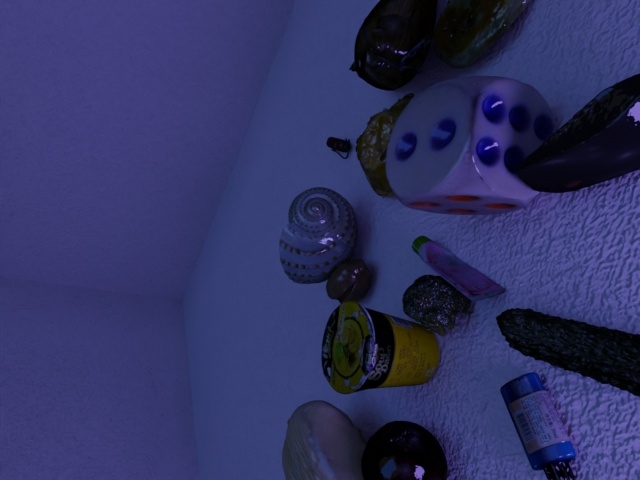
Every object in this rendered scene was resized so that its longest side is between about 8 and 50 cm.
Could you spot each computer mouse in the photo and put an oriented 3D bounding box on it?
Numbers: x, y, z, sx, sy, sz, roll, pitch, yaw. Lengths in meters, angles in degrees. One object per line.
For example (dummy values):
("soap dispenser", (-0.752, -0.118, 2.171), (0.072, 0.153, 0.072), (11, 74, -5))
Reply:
("computer mouse", (0.473, -0.149, 0.757), (0.295, 0.168, 0.087), (-46, 42, 48))

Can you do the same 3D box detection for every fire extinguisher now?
("fire extinguisher", (0.073, -0.345, 1.711), (0.157, 0.045, 0.078), (36, 139, 59))

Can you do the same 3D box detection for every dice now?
("dice", (0.312, -0.185, 0.975), (0.251, 0.259, 0.243), (-7, 76, 60))

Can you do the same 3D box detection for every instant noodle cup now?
("instant noodle cup", (0.151, 0.261, 1.107), (0.215, 0.236, 0.216), (-32, 52, 54))

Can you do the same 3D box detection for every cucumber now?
("cucumber", (0.437, 0.180, 0.763), (0.359, 0.096, 0.096), (6, 84, 63))

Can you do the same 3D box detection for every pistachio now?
("pistachio", (0.084, 0.130, 1.417), (0.185, 0.124, 0.125), (-45, 41, 51))

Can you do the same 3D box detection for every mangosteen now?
("mangosteen", (0.186, 0.518, 1.020), (0.194, 0.194, 0.231), (15, 117, 62))

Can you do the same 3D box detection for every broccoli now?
("broccoli", (0.263, 0.147, 1.066), (0.162, 0.145, 0.138), (-137, 23, -72))

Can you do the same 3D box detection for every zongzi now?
("zongzi", (0.246, -0.620, 1.254), (0.432, 0.207, 0.403), (-60, 7, 19))

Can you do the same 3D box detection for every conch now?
("conch", (0.013, 0.000, 1.491), (0.215, 0.319, 0.303), (6, 64, 32))

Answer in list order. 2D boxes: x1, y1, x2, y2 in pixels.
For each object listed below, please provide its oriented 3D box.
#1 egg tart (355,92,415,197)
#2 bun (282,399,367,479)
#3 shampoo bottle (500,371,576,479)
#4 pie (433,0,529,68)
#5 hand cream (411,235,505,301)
("egg tart", (0.201, -0.285, 1.365), (0.315, 0.120, 0.315), (-31, 52, 52))
("bun", (0.039, 0.594, 1.214), (0.361, 0.212, 0.361), (21, 114, 60))
("shampoo bottle", (0.392, 0.337, 0.829), (0.087, 0.050, 0.183), (-50, 38, 38))
("pie", (0.400, -0.576, 1.169), (0.302, 0.066, 0.303), (-38, 45, 51))
("hand cream", (0.305, 0.062, 1.076), (0.079, 0.050, 0.275), (-37, 32, -3))
